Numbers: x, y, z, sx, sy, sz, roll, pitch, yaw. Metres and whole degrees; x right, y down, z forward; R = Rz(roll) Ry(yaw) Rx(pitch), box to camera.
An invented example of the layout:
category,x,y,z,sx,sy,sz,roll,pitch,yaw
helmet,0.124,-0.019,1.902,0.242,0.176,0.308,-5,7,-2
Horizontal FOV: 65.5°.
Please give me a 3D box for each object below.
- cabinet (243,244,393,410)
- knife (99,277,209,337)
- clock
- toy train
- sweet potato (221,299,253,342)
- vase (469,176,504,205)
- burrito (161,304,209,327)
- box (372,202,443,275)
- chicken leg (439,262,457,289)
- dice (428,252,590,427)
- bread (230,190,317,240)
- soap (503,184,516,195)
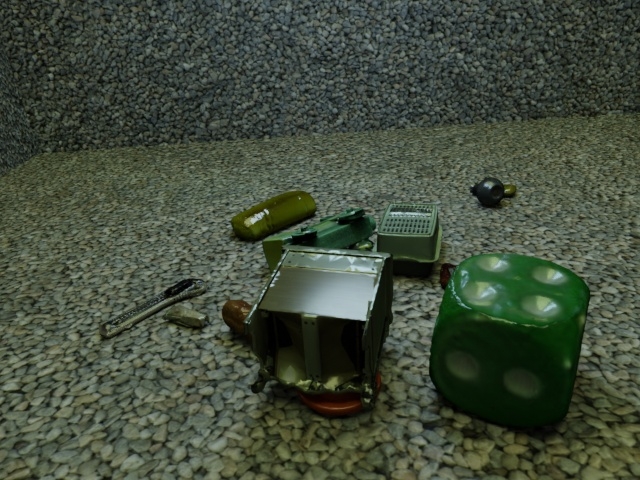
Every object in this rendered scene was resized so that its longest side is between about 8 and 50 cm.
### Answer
category,x,y,z,sx,sy,sz,roll,pitch,yaw
cabinet,0.010,0.195,1.175,0.290,0.227,0.318,4,31,14
knife,-0.516,0.199,1.555,0.089,0.043,0.365,20,36,41
clock,0.043,0.335,1.195,0.206,0.051,0.205,-4,27,2
toy train,0.000,0.000,1.711,0.397,0.160,0.253,-23,11,-34
sweet potato,-0.167,0.240,1.371,0.252,0.097,0.097,24,37,28
vase,0.699,-0.212,2.117,0.120,0.120,0.183,-11,14,-12
burrito,-0.399,0.227,1.481,0.149,0.041,0.055,8,43,23
box,0.302,-0.009,1.702,0.221,0.166,0.290,4,28,16
chicken leg,0.422,0.127,1.554,0.093,0.053,0.205,13,32,2
dice,0.423,0.214,1.122,0.300,0.286,0.297,13,35,28
bread,-0.190,-0.118,2.051,0.384,0.112,0.166,-26,34,-35
soap,0.788,-0.226,2.187,0.140,0.045,0.089,12,34,29
